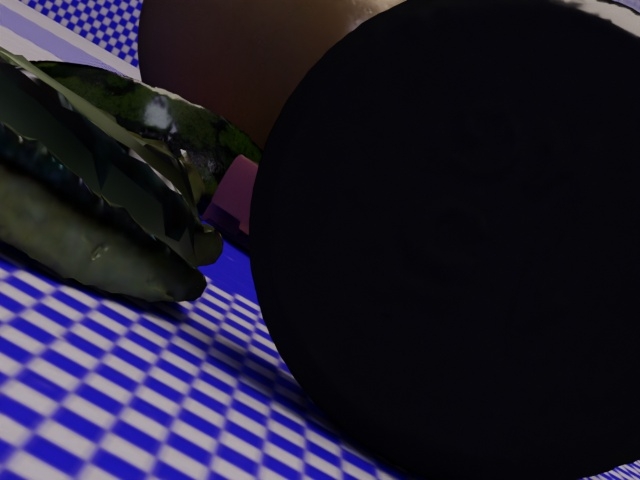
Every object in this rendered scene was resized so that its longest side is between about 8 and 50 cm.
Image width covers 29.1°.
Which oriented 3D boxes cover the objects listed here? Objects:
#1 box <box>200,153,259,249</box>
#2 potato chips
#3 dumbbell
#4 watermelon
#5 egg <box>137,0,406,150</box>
[{"bbox_3d":[0.000,0.000,0.898,0.111,0.060,0.156,34,7,29],"label":"box"},{"bbox_3d":[-0.230,-0.100,0.569,0.429,0.070,0.358,28,3,-36],"label":"potato chips"},{"bbox_3d":[0.099,0.001,0.623,0.203,0.204,0.322,31,5,11],"label":"dumbbell"},{"bbox_3d":[-0.131,-0.073,0.930,0.245,0.063,0.119,21,-10,-28],"label":"watermelon"},{"bbox_3d":[-0.015,-0.172,1.123,0.301,0.301,0.374,28,9,-17],"label":"egg"}]
